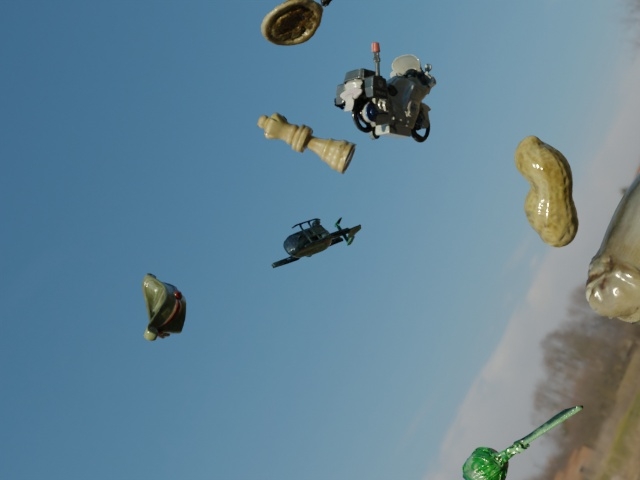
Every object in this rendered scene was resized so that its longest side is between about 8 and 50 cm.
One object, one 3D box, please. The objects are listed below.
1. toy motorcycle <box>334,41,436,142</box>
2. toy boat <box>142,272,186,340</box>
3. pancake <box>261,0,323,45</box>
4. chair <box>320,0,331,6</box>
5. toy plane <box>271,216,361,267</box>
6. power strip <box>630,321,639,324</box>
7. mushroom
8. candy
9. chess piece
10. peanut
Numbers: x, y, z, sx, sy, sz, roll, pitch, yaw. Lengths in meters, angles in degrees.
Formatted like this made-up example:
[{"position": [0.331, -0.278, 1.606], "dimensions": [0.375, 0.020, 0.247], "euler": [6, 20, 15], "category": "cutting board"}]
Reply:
[{"position": [0.118, -0.248, 1.585], "dimensions": [0.221, 0.102, 0.150], "euler": [2, -93, -47], "category": "toy motorcycle"}, {"position": [-0.285, 0.123, 1.684], "dimensions": [0.089, 0.071, 0.185], "euler": [-60, 25, 24], "category": "toy boat"}, {"position": [-0.058, -0.458, 1.962], "dimensions": [0.140, 0.022, 0.139], "euler": [-14, -30, -8], "category": "pancake"}, {"position": [0.084, -0.496, 1.554], "dimensions": [0.229, 0.106, 0.113], "euler": [-22, -31, -12], "category": "chair"}, {"position": [0.000, 0.000, 2.029], "dimensions": [0.235, 0.060, 0.096], "euler": [-19, -33, -32], "category": "toy plane"}, {"position": [0.673, 0.059, 1.721], "dimensions": [0.213, 0.065, 0.198], "euler": [-42, 15, 55], "category": "power strip"}, {"position": [0.519, -0.056, 1.328], "dimensions": [0.397, 0.126, 0.177], "euler": [-50, 27, 18], "category": "mushroom"}, {"position": [0.414, 0.416, 1.911], "dimensions": [0.323, 0.097, 0.097], "euler": [-46, -6, 33], "category": "candy"}, {"position": [-0.028, -0.172, 1.597], "dimensions": [0.060, 0.172, 0.060], "euler": [24, -90, -84], "category": "chess piece"}, {"position": [0.448, -0.097, 1.837], "dimensions": [0.098, 0.103, 0.229], "euler": [-76, -27, -79], "category": "peanut"}]
